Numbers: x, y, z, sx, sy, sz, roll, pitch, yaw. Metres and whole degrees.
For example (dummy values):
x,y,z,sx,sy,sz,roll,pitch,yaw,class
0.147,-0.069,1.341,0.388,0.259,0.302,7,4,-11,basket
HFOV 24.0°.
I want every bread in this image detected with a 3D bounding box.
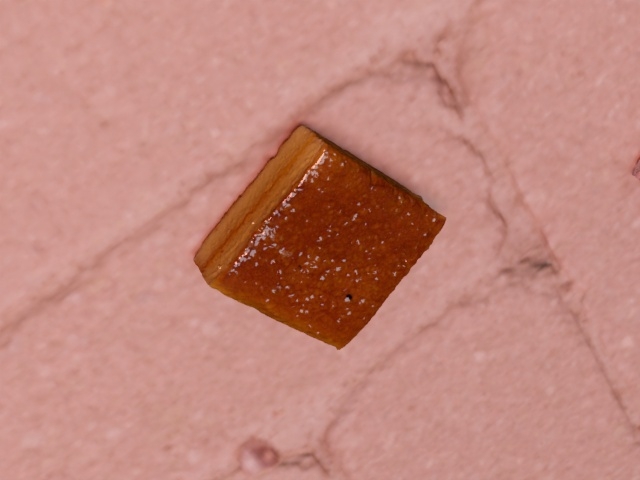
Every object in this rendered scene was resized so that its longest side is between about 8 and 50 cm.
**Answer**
x,y,z,sx,sy,sz,roll,pitch,yaw,class
0.000,0.000,0.739,0.094,0.035,0.090,29,104,-39,bread

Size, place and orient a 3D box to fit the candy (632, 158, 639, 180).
x,y,z,sx,sy,sz,roll,pitch,yaw,class
0.254,-0.071,0.809,0.092,0.073,0.160,26,105,-36,candy
